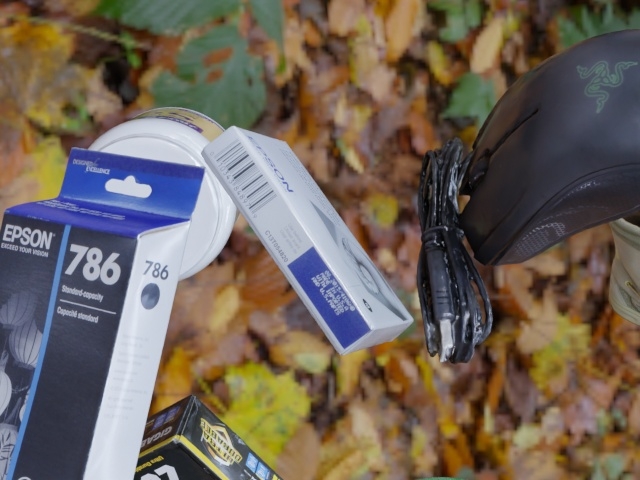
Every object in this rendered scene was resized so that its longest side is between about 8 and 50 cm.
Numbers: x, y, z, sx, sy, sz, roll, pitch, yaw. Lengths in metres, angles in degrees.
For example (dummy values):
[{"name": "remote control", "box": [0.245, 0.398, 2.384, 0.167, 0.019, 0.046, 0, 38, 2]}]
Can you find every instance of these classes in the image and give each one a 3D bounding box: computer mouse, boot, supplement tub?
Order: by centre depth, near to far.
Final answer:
[{"name": "computer mouse", "box": [0.141, -0.049, 0.853, 0.072, 0.272, 0.189, 22, 51, -29]}, {"name": "boot", "box": [0.378, 0.035, 1.261, 0.077, 0.213, 0.165, -49, 143, -28]}, {"name": "supplement tub", "box": [-0.237, -0.068, 1.908, 0.331, 0.241, 0.241, -87, 170, -80]}]

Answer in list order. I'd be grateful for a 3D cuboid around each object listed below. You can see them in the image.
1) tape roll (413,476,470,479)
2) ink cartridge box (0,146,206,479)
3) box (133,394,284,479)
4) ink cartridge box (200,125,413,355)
[{"name": "tape roll", "box": [0.155, 0.469, 1.691, 0.077, 0.321, 0.321, -94, 174, -71]}, {"name": "ink cartridge box", "box": [-0.206, 0.084, 1.042, 0.065, 0.165, 0.333, 20, 81, -53]}, {"name": "box", "box": [-0.179, 0.337, 1.474, 0.257, 0.322, 0.079, 48, 32, -20]}, {"name": "ink cartridge box", "box": [0.000, 0.000, 1.202, 0.223, 0.045, 0.224, 55, 11, 9]}]
